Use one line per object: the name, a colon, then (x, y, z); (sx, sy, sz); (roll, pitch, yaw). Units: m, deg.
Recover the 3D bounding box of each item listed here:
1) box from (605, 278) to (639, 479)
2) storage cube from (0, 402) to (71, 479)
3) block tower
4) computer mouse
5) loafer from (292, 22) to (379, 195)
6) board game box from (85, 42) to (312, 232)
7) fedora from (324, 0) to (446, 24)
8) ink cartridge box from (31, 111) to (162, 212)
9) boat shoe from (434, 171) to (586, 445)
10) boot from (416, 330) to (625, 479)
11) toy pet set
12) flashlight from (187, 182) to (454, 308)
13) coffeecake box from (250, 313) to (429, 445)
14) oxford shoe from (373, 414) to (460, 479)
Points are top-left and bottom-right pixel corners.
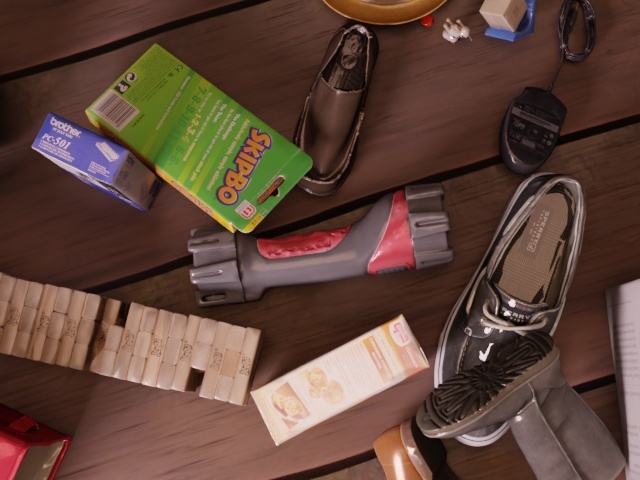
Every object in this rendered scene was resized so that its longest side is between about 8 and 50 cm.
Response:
box: (0.430, 0.208, 1.240); (0.168, 0.215, 0.345); (-5, 84, 1)
storage cube: (-0.423, 0.269, 1.275); (0.193, 0.183, 0.215); (25, 85, 5)
block tower: (-0.239, 0.114, 1.335); (0.335, 0.091, 0.097); (13, 83, 4)
computer mouse: (0.274, -0.188, 1.386); (0.071, 0.041, 0.242); (26, 78, -4)
loafer: (0.014, -0.163, 1.365); (0.080, 0.078, 0.220); (12, 84, 3)
board game box: (-0.141, -0.118, 1.351); (0.259, 0.039, 0.124); (37, 73, 20)
fedora: (0.078, -0.353, 1.376); (0.194, 0.079, 0.194); (-1, 75, 5)
ink cartridge box: (-0.247, -0.085, 1.299); (0.097, 0.207, 0.046); (26, 85, 4)
boat shoe: (0.213, 0.072, 1.311); (0.121, 0.119, 0.335); (17, 85, 4)
boot: (0.226, 0.221, 1.276); (0.190, 0.076, 0.208); (-29, 123, 1)
toy pet set: (0.204, -0.288, 1.396); (0.114, 0.065, 0.122); (22, 80, 39)
flashlight: (0.000, 0.000, 1.341); (0.304, 0.103, 0.103); (-7, 121, 5)
coffeecake box: (0.023, 0.155, 1.295); (0.185, 0.142, 0.068); (-27, 84, -1)
oxford shoe: (0.129, 0.309, 1.322); (0.076, 0.076, 0.212); (-28, 85, 29)
